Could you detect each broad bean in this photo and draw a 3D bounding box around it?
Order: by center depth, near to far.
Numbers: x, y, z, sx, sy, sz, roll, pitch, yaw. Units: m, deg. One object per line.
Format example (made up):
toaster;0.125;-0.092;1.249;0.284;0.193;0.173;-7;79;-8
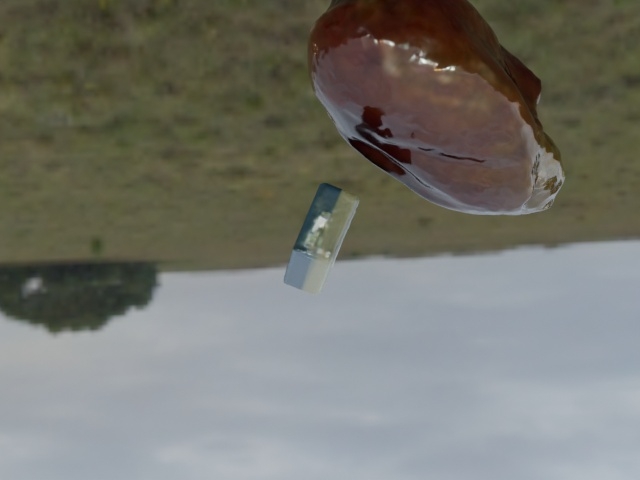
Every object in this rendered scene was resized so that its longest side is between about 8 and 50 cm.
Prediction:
broad bean;0.087;-0.101;1.042;0.228;0.122;0.156;36;163;-28

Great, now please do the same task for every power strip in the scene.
power strip;0.000;0.000;1.071;0.032;0.056;0.123;21;166;1
